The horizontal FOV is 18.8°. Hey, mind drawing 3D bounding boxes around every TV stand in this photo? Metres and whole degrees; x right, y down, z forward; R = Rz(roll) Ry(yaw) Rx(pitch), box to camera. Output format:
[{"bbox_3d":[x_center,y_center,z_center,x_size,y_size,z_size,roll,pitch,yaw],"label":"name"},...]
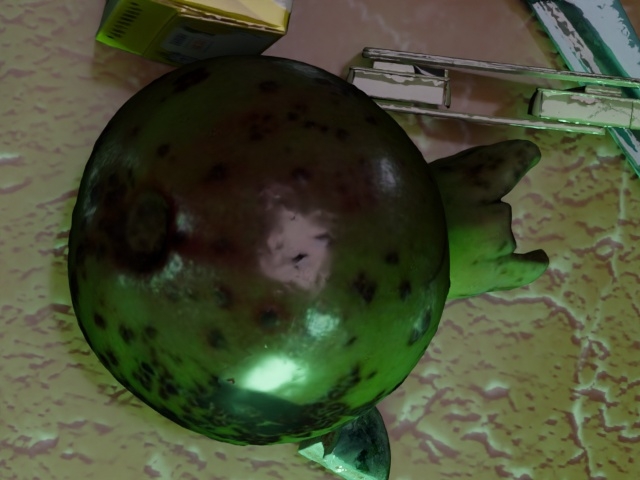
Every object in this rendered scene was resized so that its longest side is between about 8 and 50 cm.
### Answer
[{"bbox_3d":[0.140,-0.093,1.256,0.249,0.036,0.042,6,92,0],"label":"TV stand"}]

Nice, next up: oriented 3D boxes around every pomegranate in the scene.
[{"bbox_3d":[-0.014,-0.009,1.173,0.306,0.242,0.242,-29,91,-52],"label":"pomegranate"}]

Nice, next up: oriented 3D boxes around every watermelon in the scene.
[{"bbox_3d":[0.010,0.129,1.229,0.061,0.085,0.085,-20,89,23],"label":"watermelon"}]

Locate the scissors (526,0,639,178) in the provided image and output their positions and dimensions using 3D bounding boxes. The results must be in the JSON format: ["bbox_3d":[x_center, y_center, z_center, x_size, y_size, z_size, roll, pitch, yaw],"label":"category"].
[{"bbox_3d":[0.153,-0.201,1.290,0.180,0.032,0.393,-30,92,-4],"label":"scissors"}]

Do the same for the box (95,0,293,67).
[{"bbox_3d":[-0.055,-0.246,1.191,0.097,0.168,0.265,14,82,-12],"label":"box"}]
